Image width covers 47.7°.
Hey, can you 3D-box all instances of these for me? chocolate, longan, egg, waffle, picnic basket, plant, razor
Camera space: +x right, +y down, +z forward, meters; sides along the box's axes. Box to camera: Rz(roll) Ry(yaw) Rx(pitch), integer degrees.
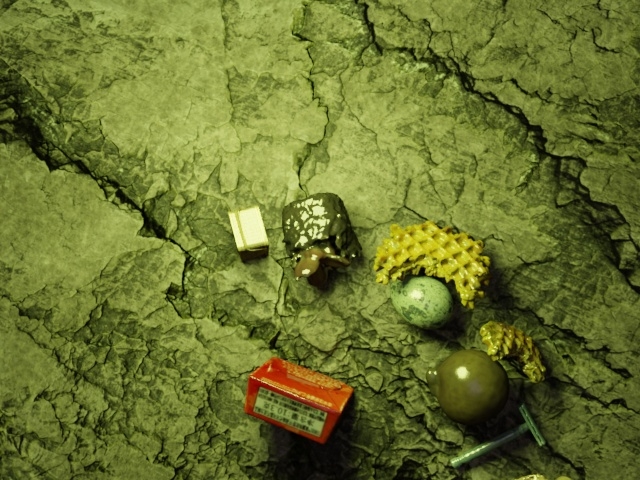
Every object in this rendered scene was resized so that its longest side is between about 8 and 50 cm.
[{"bbox_3d":[-0.055,0.389,1.777,0.237,0.235,0.108,21,95,8],"label":"chocolate"},{"bbox_3d":[0.358,0.358,1.777,0.204,0.159,0.185,14,83,16],"label":"longan"},{"bbox_3d":[0.254,0.152,1.830,0.172,0.132,0.132,30,85,21],"label":"egg"},{"bbox_3d":[0.477,0.269,1.781,0.051,0.194,0.149,-46,37,31],"label":"waffle"},{"bbox_3d":[-0.185,-0.018,1.880,0.079,0.164,0.115,-16,81,-6],"label":"picnic basket"},{"bbox_3d":[0.288,0.041,1.810,0.293,0.069,0.260,14,42,10],"label":"waffle"},{"bbox_3d":[0.000,0.000,1.847,0.178,0.204,0.234,-18,70,12],"label":"plant"},{"bbox_3d":[0.431,0.505,1.806,0.232,0.068,0.106,-29,79,7],"label":"razor"}]

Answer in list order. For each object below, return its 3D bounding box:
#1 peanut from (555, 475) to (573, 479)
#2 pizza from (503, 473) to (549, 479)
[{"bbox_3d":[0.617,0.665,1.748,0.082,0.082,0.187,-12,81,3],"label":"peanut"},{"bbox_3d":[0.504,0.657,1.728,0.297,0.071,0.189,26,102,27],"label":"pizza"}]
